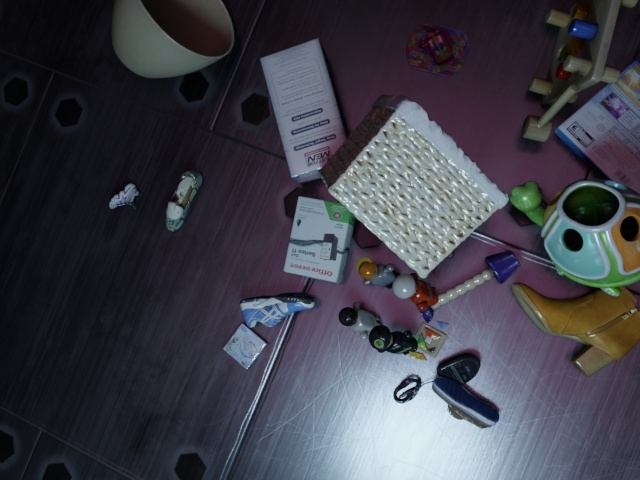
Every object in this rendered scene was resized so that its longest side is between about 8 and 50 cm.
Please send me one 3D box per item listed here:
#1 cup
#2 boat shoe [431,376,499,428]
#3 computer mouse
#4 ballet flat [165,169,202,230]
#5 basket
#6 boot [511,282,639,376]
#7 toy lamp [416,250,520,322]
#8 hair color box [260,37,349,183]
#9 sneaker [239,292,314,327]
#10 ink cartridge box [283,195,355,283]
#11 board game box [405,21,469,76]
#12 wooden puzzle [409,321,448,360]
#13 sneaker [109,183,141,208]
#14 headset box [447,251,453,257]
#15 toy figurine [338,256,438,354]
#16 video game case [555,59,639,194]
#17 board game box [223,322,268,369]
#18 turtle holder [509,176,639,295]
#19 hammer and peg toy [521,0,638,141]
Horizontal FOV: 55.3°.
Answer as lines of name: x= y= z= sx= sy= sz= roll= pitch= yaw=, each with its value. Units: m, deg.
cup: x=-0.439 y=-0.583 z=1.688 sx=0.237 sy=0.331 sz=0.331 roll=-29 pitch=78 yaw=35
boat shoe: x=0.348 y=0.411 z=1.517 sx=0.183 sy=0.066 sz=0.066 roll=34 pitch=128 yaw=6
computer mouse: x=0.294 y=0.352 z=1.560 sx=0.242 sy=0.041 sz=0.071 roll=-26 pitch=105 yaw=13
ballet flat: x=-0.401 y=-0.117 z=1.737 sx=0.070 sy=0.070 sz=0.188 roll=23 pitch=90 yaw=13
basket: x=0.195 y=-0.140 z=1.432 sx=0.331 sy=0.328 sz=0.266 roll=42 pitch=98 yaw=-13
boot: x=0.632 y=0.160 z=1.479 sx=0.211 sy=0.104 sz=0.295 roll=-41 pitch=81 yaw=0
toy lamp: x=0.370 y=0.112 z=1.541 sx=0.275 sy=0.080 sz=0.080 roll=-31 pitch=79 yaw=7
hair color box: x=-0.031 y=-0.347 z=1.656 sx=0.174 sy=0.105 sz=0.347 roll=-16 pitch=81 yaw=10
sneaker: x=-0.113 y=0.186 z=1.646 sx=0.211 sy=0.080 sz=0.081 roll=-8 pitch=89 yaw=21
ink cartridge box: x=0.000 y=0.000 z=1.627 sx=0.153 sy=0.087 sz=0.208 roll=10 pitch=88 yaw=14
board game box: x=0.312 y=-0.518 z=1.636 sx=0.169 sy=0.033 sz=0.133 roll=19 pitch=89 yaw=14
wooden puzzle: x=0.280 y=0.259 z=1.579 sx=0.079 sy=0.014 sz=0.116 roll=21 pitch=89 yaw=13
sneaker: x=-0.566 y=-0.112 z=1.785 sx=0.098 sy=0.038 sz=0.069 roll=-43 pitch=77 yaw=6
headset box: x=0.311 y=0.004 z=1.587 sx=0.062 sy=0.032 sz=0.083 roll=-6 pitch=83 yaw=11
toy figurine: x=0.158 y=0.162 z=1.510 sx=0.209 sy=0.148 sz=0.213 roll=27 pitch=94 yaw=47
video game case: x=0.767 y=-0.259 z=1.498 sx=0.244 sy=0.061 sz=0.269 roll=-41 pitch=78 yaw=7
board game box: x=-0.206 y=0.290 z=1.679 sx=0.090 sy=0.020 sz=0.090 roll=38 pitch=94 yaw=13
turtle holder: x=0.621 y=-0.050 z=1.410 sx=0.243 sy=0.227 sz=0.320 roll=-33 pitch=49 yaw=14
hammer and peg toy: x=0.609 y=-0.415 z=1.447 sx=0.127 sy=0.266 sz=0.361 roll=15 pitch=87 yaw=-5
